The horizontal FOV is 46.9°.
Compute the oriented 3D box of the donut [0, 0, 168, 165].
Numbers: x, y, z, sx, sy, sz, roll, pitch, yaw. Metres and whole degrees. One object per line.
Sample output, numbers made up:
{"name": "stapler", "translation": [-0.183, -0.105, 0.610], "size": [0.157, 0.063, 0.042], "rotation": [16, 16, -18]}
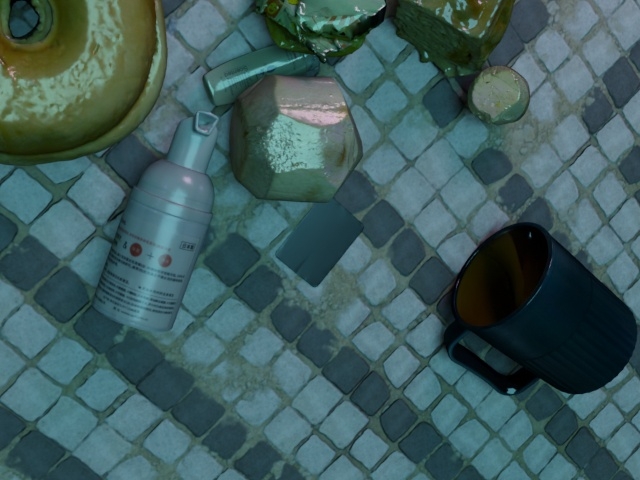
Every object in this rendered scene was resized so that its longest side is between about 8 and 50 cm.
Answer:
{"name": "donut", "translation": [-0.432, -0.331, 1.088], "size": [0.449, 0.198, 0.449], "rotation": [-5, 101, -24]}

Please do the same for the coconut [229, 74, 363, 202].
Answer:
{"name": "coconut", "translation": [-0.034, -0.171, 1.257], "size": [0.241, 0.241, 0.241], "rotation": [-4, 102, -17]}

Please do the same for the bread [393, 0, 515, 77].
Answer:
{"name": "bread", "translation": [0.256, -0.455, 1.309], "size": [0.196, 0.238, 0.252], "rotation": [30, 86, 19]}

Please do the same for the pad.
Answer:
{"name": "pad", "translation": [0.000, 0.000, 1.410], "size": [0.112, 0.003, 0.157], "rotation": [40, 87, -21]}

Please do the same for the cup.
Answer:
{"name": "cup", "translation": [0.431, 0.167, 1.459], "size": [0.292, 0.242, 0.308], "rotation": [34, 86, -23]}

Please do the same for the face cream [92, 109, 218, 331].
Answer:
{"name": "face cream", "translation": [-0.255, -0.041, 1.245], "size": [0.145, 0.145, 0.370], "rotation": [20, 94, -20]}

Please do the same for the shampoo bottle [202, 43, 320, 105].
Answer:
{"name": "shampoo bottle", "translation": [-0.101, -0.299, 1.293], "size": [0.212, 0.049, 0.072], "rotation": [-25, 106, -12]}

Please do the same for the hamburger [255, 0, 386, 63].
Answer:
{"name": "hamburger", "translation": [-0.002, -0.381, 1.243], "size": [0.214, 0.125, 0.235], "rotation": [-10, 70, -13]}

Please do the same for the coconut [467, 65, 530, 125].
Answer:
{"name": "coconut", "translation": [0.341, -0.277, 1.410], "size": [0.116, 0.122, 0.116], "rotation": [4, 101, 20]}
